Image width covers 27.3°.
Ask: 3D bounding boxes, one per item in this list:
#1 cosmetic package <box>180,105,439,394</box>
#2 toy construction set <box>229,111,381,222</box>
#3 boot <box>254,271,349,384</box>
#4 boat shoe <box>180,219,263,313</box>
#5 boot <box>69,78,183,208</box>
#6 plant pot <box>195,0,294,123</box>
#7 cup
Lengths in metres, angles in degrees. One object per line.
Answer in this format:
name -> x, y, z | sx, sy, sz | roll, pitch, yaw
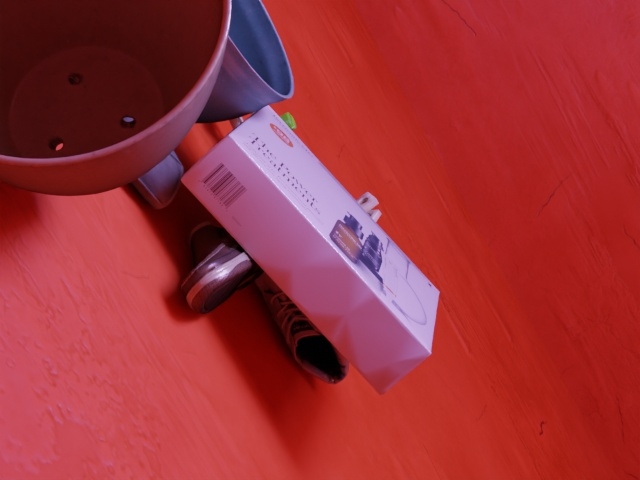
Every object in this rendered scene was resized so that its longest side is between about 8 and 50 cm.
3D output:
cosmetic package -> 0.000, 0.000, 1.767 | 0.377, 0.097, 0.284 | 47, 13, -6
toy construction set -> -0.050, -0.079, 2.026 | 0.328, 0.151, 0.215 | 42, 23, -24
boot -> -0.031, 0.091, 1.869 | 0.258, 0.095, 0.123 | 51, 16, -32
boat shoe -> -0.137, 0.024, 1.694 | 0.095, 0.095, 0.257 | 44, 13, 4
boot -> -0.248, -0.165, 1.652 | 0.208, 0.076, 0.189 | 40, 40, -38
plant pot -> -0.194, -0.275, 1.771 | 0.293, 0.196, 0.293 | 56, 15, -24
cup -> -0.249, -0.173, 1.319 | 0.237, 0.331, 0.331 | 92, -22, -67
